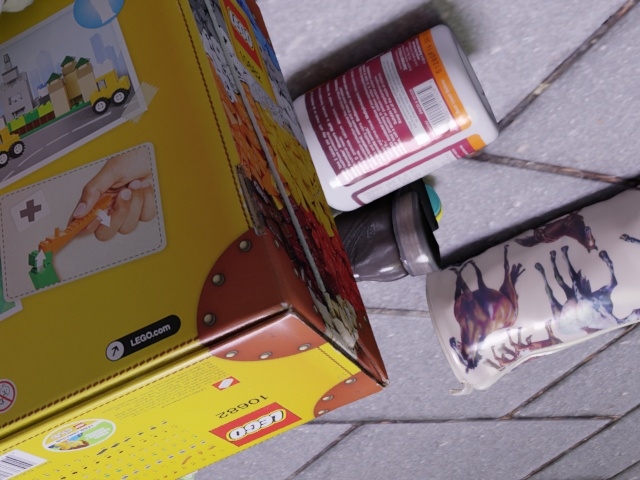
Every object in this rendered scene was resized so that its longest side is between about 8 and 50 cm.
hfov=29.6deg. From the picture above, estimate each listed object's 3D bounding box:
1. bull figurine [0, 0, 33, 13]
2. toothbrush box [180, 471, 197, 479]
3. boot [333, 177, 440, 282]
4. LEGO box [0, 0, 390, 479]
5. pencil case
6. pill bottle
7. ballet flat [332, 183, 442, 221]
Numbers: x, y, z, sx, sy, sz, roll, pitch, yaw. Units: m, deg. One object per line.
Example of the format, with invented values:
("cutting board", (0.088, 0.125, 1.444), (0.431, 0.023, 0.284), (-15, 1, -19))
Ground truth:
("bull figurine", (-0.320, -0.133, 0.773), (0.188, 0.310, 0.101), (32, 153, -9))
("toothbrush box", (-0.220, 0.068, 1.062), (0.283, 0.206, 0.122), (11, 162, 26))
("boot", (0.000, 0.000, 1.224), (0.229, 0.091, 0.263), (-19, -163, 10))
("LEGO box", (-0.254, 0.021, 0.912), (0.500, 0.373, 0.193), (-24, 152, 11))
("pencil case", (0.331, 0.057, 1.531), (0.410, 0.184, 0.160), (-22, 152, 7))
("pill bottle", (0.045, -0.102, 1.140), (0.221, 0.121, 0.121), (-25, 151, 13))
("ballet flat", (0.033, 0.005, 1.350), (0.231, 0.077, 0.077), (-25, 170, -19))
